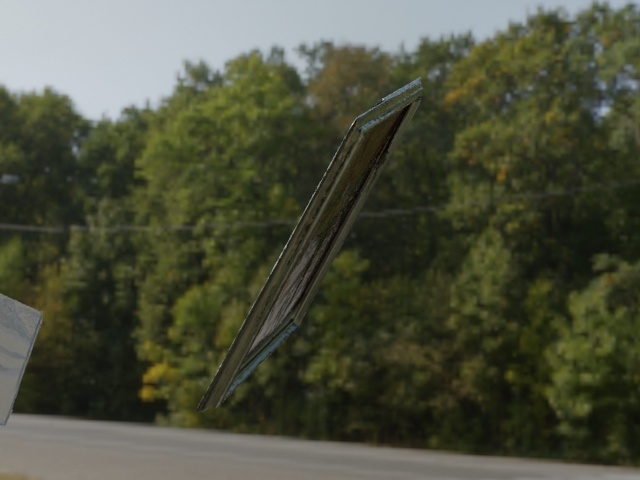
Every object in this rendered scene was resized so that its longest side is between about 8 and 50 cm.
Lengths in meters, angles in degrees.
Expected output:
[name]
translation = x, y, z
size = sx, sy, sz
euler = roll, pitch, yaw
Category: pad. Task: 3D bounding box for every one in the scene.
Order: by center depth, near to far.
[pad]
translation = -0.445, 0.119, 1.412
size = 0.004, 0.157, 0.232
euler = -1, -23, 44

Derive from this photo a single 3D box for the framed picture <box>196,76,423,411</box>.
[framed picture]
translation = 0.000, 0.000, 0.967
size = 0.016, 0.273, 0.216
euler = 32, 23, 8
